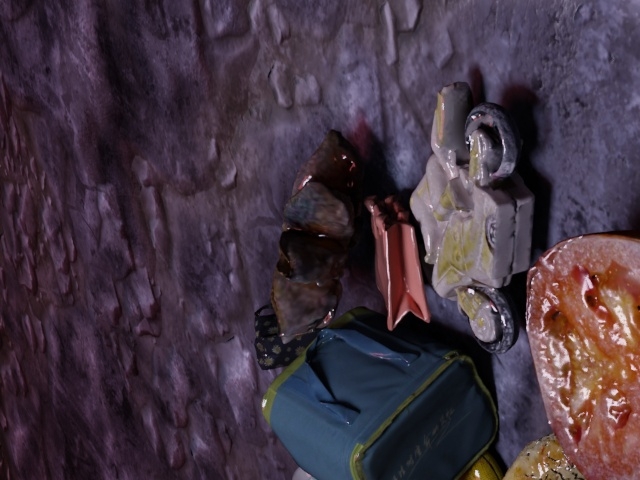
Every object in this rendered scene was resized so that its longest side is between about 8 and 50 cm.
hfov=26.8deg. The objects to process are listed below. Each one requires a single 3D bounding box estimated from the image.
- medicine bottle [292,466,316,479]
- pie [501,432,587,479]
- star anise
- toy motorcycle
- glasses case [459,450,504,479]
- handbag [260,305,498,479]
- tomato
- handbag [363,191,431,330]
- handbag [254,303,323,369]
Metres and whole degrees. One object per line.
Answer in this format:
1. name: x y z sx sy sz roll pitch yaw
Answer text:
1. medicine bottle: 0.086 0.506 2.202 0.352 0.110 0.110 55 146 24
2. pie: 0.316 0.376 1.709 0.274 0.055 0.274 -23 59 45
3. star anise: 0.000 -0.002 1.946 0.332 0.117 0.332 -169 90 -90
4. toy motorcycle: 0.190 -0.034 1.733 0.223 0.107 0.341 40 138 53
5. glasses case: 0.195 0.366 1.995 0.079 0.064 0.234 58 147 6
6. handbag: 0.086 0.246 1.913 0.241 0.263 0.222 28 152 49
7. tomato: 0.389 0.131 1.471 0.338 0.143 0.338 27 127 44
8. handbag: 0.102 0.023 1.859 0.212 0.059 0.157 -104 5 -75
9. handbag: -0.066 0.150 2.264 0.139 0.115 0.072 -123 28 -55
